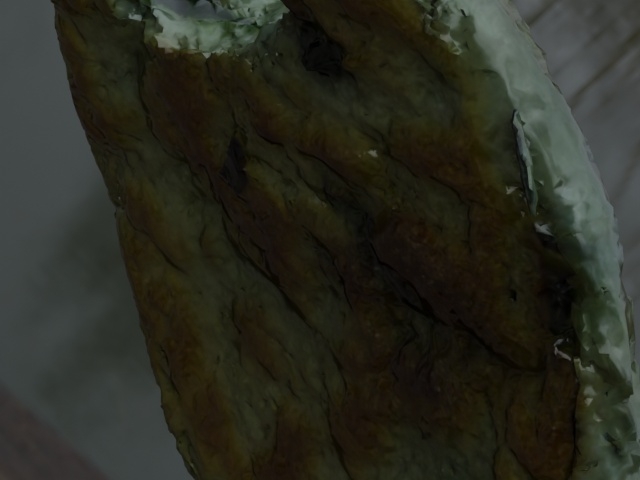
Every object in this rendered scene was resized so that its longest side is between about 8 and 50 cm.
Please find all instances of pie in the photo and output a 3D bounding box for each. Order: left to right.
[{"bbox_3d":[0.002,0.008,0.687,0.067,0.302,0.302,-26,72,-33],"label":"pie"}]
